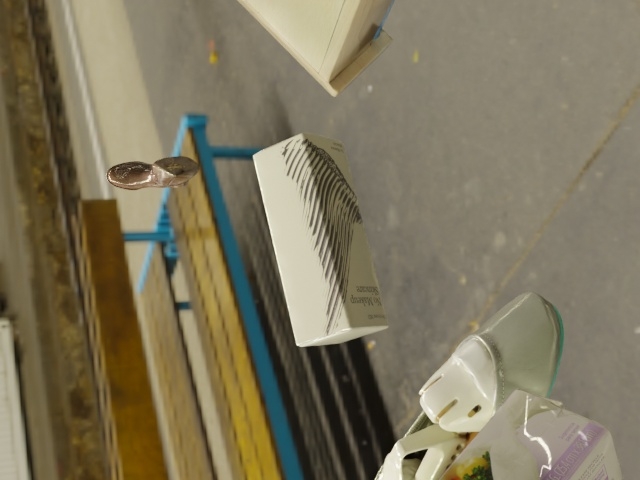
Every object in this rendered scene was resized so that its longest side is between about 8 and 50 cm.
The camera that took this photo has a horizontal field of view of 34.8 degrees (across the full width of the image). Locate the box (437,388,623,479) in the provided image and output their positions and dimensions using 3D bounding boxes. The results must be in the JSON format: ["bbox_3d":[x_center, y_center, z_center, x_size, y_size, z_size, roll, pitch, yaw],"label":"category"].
[{"bbox_3d":[0.032,0.208,0.493,0.063,0.324,0.067,20,145,45],"label":"box"}]

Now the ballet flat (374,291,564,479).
[{"bbox_3d":[0.087,0.123,0.665,0.072,0.068,0.213,61,140,44],"label":"ballet flat"}]

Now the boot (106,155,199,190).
[{"bbox_3d":[-0.205,-0.084,1.238,0.114,0.106,0.037,174,94,-77],"label":"boot"}]

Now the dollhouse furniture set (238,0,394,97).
[{"bbox_3d":[0.042,-0.279,0.515,0.286,0.303,0.198,45,170,1],"label":"dollhouse furniture set"}]

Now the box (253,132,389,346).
[{"bbox_3d":[0.000,0.000,1.390,0.094,0.113,0.275,-21,78,30],"label":"box"}]
